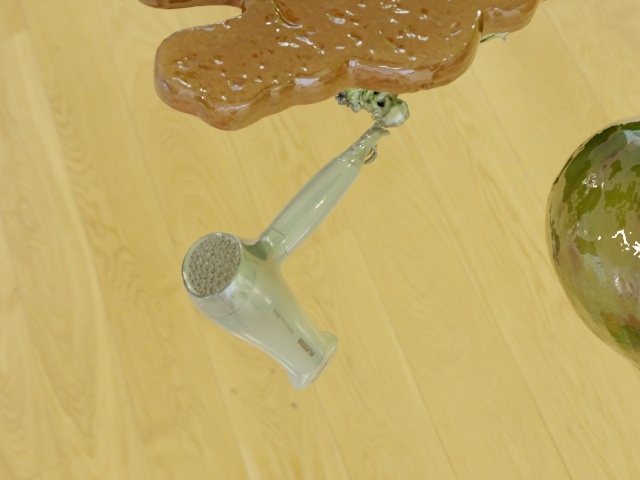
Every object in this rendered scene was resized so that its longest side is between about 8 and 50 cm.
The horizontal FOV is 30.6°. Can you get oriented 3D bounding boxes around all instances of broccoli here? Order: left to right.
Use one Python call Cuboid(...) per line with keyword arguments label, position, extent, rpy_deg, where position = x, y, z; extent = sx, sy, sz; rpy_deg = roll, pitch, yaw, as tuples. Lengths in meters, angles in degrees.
Cuboid(label="broccoli", position=(0.097, -0.196, 1.162), extent=(0.204, 0.118, 0.122), rpy_deg=(-12, 57, 11))

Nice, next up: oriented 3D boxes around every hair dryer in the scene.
Cuboid(label="hair dryer", position=(0.000, 0.000, 1.044), extent=(0.075, 0.206, 0.237), rpy_deg=(27, 78, 38))

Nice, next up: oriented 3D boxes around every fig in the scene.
Cuboid(label="fig", position=(0.189, 0.056, 0.622), extent=(0.149, 0.149, 0.245), rpy_deg=(7, 101, 24))

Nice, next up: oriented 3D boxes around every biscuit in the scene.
Cuboid(label="biscuit", position=(0.024, -0.168, 0.784), extent=(0.295, 0.044, 0.186), rpy_deg=(-10, 65, -10))
